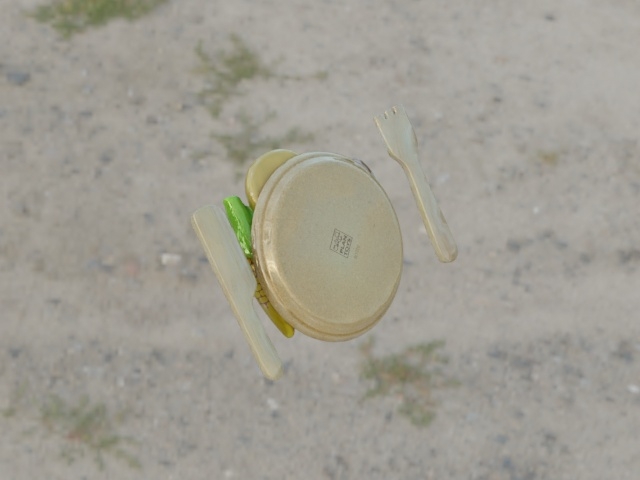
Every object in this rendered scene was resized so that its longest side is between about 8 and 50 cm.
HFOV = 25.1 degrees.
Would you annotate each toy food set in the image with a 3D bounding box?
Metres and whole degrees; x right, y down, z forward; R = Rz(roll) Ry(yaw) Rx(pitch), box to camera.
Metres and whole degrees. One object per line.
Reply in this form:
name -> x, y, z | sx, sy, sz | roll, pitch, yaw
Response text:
toy food set -> 0.000, 0.000, 0.923 | 0.192, 0.132, 0.038 | -30, 11, -38
